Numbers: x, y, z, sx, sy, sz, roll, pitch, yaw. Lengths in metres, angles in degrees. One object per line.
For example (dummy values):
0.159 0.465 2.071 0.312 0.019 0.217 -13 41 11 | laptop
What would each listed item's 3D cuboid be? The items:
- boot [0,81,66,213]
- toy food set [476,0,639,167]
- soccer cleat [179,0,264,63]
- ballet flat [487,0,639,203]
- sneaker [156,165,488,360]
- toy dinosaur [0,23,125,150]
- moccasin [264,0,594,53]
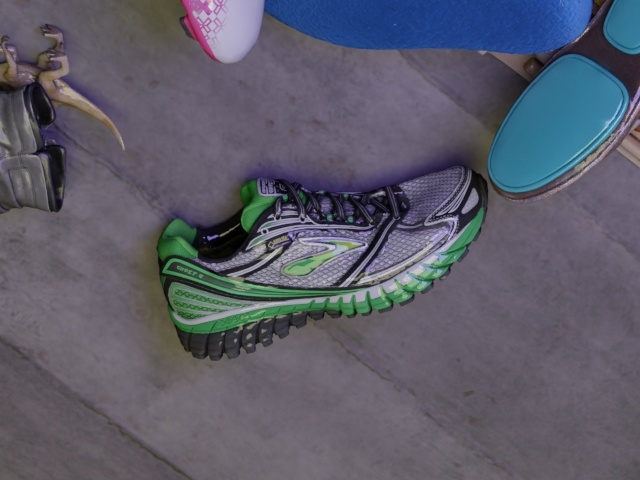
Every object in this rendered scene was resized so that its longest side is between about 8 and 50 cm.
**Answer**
-0.324 -0.034 1.842 0.161 0.083 0.246 2 118 9 | boot
0.333 -0.175 1.826 0.306 0.092 0.220 36 109 -18 | toy food set
-0.070 -0.323 1.673 0.143 0.116 0.331 -6 97 19 | soccer cleat
0.278 -0.155 1.743 0.316 0.107 0.106 -51 151 16 | ballet flat
0.000 0.000 1.869 0.344 0.134 0.146 -20 114 7 | sneaker
-0.264 -0.154 1.836 0.183 0.053 0.092 16 129 -2 | toy dinosaur
0.088 -0.240 1.761 0.342 0.117 0.137 15 130 15 | moccasin
